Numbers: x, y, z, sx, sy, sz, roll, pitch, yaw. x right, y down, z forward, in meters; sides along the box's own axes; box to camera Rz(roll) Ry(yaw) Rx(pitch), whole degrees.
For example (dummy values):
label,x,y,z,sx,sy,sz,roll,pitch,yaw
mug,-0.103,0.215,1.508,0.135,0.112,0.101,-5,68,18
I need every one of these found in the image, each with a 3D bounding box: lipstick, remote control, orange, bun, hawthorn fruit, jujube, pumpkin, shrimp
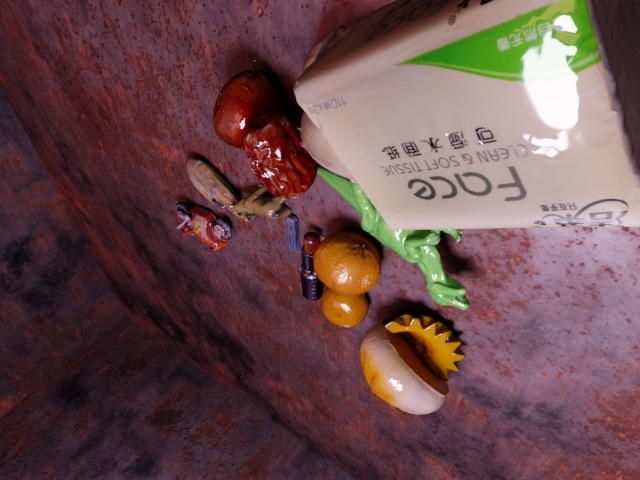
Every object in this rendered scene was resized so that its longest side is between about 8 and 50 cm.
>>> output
label,x,y,z,sx,sy,sz,roll,pitch,yaw
lipstick,-0.027,0.085,1.450,0.081,0.081,0.299,27,143,24
remote control,-0.088,-0.023,1.455,0.044,0.027,0.152,23,141,18
orange,0.077,0.060,1.246,0.193,0.193,0.161,34,118,15
bun,0.225,0.387,1.325,0.165,0.299,0.299,-44,91,14
orange,0.078,0.200,1.430,0.156,0.124,0.156,12,127,16
hawthorn fruit,-0.183,-0.342,1.121,0.181,0.181,0.235,27,130,23
jujube,-0.096,-0.204,1.077,0.155,0.155,0.230,18,157,33
pumpkin,0.310,0.266,1.310,0.254,0.149,0.130,41,105,-8
shrimp,-0.354,-0.163,1.550,0.317,0.077,0.168,46,155,6

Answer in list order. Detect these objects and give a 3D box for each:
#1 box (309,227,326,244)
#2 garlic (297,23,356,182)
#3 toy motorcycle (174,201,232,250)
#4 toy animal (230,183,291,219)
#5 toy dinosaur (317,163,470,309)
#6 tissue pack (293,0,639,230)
label,x,y,z,sx,sy,sz,roll,pitch,yaw
box,0.000,0.000,1.401,0.083,0.012,0.046,36,145,10
garlic,0.085,-0.266,0.921,0.313,0.285,0.249,27,-175,32
toy motorcycle,-0.448,-0.049,1.729,0.298,0.089,0.171,22,139,29
toy animal,-0.187,-0.109,1.403,0.219,0.101,0.103,15,136,35
toy dinosaur,0.149,-0.039,1.158,0.500,0.144,0.374,18,138,53
tissue pack,0.210,-0.182,0.620,0.405,0.205,0.331,1,139,51
